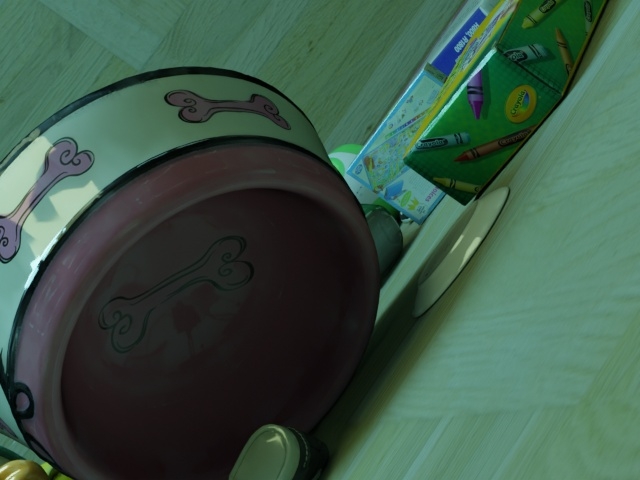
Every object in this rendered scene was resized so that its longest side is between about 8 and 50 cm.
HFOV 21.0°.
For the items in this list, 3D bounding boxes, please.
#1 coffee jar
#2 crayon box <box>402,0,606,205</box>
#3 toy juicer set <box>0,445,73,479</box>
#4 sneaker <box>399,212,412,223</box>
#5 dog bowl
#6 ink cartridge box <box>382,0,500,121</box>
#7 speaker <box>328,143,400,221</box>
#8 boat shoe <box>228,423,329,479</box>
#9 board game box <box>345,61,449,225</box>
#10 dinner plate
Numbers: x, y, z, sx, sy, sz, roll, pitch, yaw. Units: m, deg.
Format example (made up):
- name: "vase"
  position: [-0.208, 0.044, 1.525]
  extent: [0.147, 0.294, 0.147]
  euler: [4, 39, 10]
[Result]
- name: "coffee jar"
  position: [0.000, 0.000, 1.950]
  extent: [0.184, 0.079, 0.096]
  euler: [8, 49, 50]
- name: "crayon box"
  position: [0.191, -0.176, 1.704]
  extent: [0.165, 0.081, 0.278]
  euler: [-51, 5, 39]
- name: "toy juicer set"
  position: [-0.275, 0.224, 1.582]
  extent: [0.089, 0.329, 0.209]
  euler: [-49, 5, 15]
- name: "sneaker"
  position: [0.105, -0.049, 1.998]
  extent: [0.032, 0.037, 0.083]
  euler: [-59, 4, -30]
- name: "dog bowl"
  position: [-0.123, 0.059, 1.550]
  extent: [0.408, 0.408, 0.150]
  euler: [-54, 44, 5]
- name: "ink cartridge box"
  position: [0.211, -0.287, 2.587]
  extent: [0.330, 0.071, 0.324]
  euler: [-56, 4, -38]
- name: "speaker"
  position: [-0.007, 0.021, 2.108]
  extent: [0.296, 0.131, 0.131]
  euler: [-57, 4, -32]
- name: "boat shoe"
  position: [-0.060, 0.244, 1.444]
  extent: [0.065, 0.075, 0.206]
  euler: [12, -65, -46]
- name: "board game box"
  position: [0.112, -0.104, 1.887]
  extent: [0.154, 0.103, 0.026]
  euler: [-52, 4, 28]
- name: "dinner plate"
  position: [0.118, 0.006, 1.516]
  extent: [0.141, 0.017, 0.141]
  euler: [-56, 3, 4]
